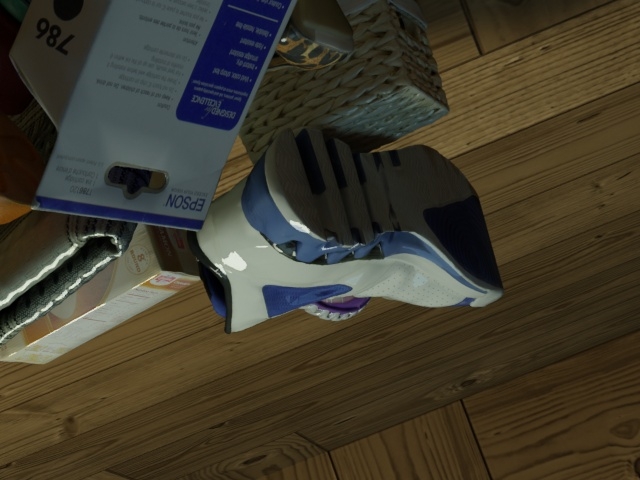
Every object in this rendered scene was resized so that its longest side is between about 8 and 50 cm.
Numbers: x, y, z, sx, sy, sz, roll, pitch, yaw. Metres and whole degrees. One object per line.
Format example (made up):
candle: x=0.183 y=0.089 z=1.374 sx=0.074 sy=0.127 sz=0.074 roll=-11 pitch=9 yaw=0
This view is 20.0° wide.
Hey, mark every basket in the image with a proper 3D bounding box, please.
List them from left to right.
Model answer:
basket: x=0.011 y=-0.128 z=1.496 sx=0.167 sy=0.103 sz=0.113 roll=-26 pitch=162 yaw=18

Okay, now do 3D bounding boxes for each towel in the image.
towel: x=-0.202 y=-0.050 z=1.250 sx=0.056 sy=0.312 sz=0.324 roll=31 pitch=136 yaw=-24

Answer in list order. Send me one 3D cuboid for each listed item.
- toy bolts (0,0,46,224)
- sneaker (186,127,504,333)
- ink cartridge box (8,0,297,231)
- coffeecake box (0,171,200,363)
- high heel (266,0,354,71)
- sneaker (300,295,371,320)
toy bolts: x=-0.187 y=-0.144 z=1.117 sx=0.158 sy=0.218 sz=0.228 roll=-43 pitch=175 yaw=19
sneaker: x=-0.001 y=0.000 z=1.522 sx=0.182 sy=0.127 sz=0.315 roll=-26 pitch=156 yaw=33
ink cartridge box: x=-0.071 y=-0.171 z=1.037 sx=0.165 sy=0.065 sz=0.332 roll=10 pitch=107 yaw=-58
coffeecake box: x=-0.213 y=0.006 z=1.585 sx=0.185 sy=0.142 sz=0.068 roll=-28 pitch=161 yaw=23
high heel: x=-0.075 y=-0.134 z=1.261 sx=0.186 sy=0.093 sz=0.261 roll=-27 pitch=-165 yaw=8
sneaker: x=0.001 y=0.023 z=1.974 sx=0.104 sy=0.095 sz=0.236 roll=-41 pitch=154 yaw=31
